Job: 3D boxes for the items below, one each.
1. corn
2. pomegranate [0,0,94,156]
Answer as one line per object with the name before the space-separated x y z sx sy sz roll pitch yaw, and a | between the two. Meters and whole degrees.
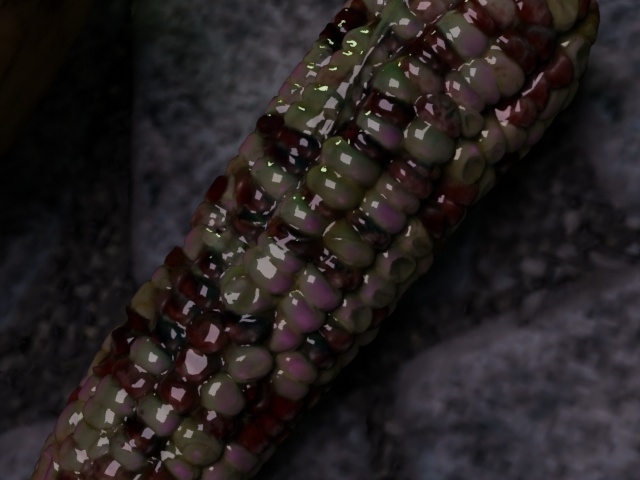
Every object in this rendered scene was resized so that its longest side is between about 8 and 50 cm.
corn | 0.000 0.000 0.604 0.092 0.092 0.280 35 87 26
pomegranate | -0.238 -0.134 0.629 0.322 0.322 0.322 -6 68 15
